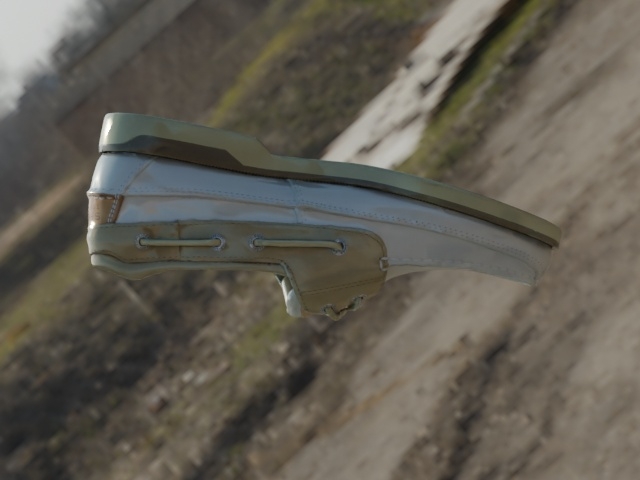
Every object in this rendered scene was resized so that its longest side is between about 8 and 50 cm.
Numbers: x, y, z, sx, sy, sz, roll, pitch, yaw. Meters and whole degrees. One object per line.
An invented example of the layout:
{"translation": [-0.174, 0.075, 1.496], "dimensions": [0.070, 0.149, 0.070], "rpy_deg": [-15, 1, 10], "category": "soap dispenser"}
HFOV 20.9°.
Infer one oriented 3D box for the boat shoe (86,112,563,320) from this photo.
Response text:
{"translation": [0.000, 0.000, 1.115], "dimensions": [0.113, 0.302, 0.103], "rpy_deg": [116, 166, -85], "category": "boat shoe"}
